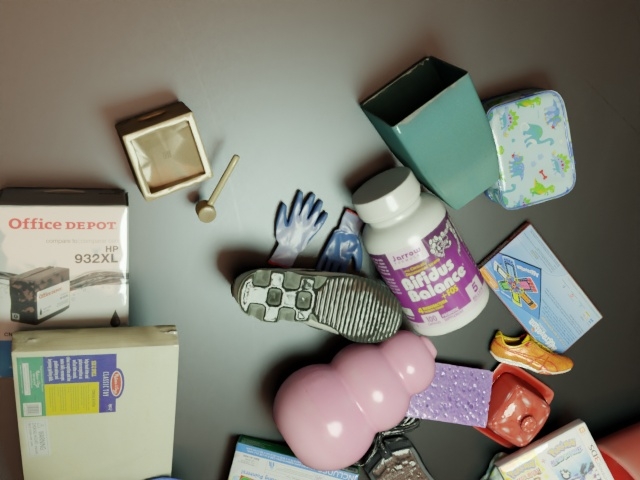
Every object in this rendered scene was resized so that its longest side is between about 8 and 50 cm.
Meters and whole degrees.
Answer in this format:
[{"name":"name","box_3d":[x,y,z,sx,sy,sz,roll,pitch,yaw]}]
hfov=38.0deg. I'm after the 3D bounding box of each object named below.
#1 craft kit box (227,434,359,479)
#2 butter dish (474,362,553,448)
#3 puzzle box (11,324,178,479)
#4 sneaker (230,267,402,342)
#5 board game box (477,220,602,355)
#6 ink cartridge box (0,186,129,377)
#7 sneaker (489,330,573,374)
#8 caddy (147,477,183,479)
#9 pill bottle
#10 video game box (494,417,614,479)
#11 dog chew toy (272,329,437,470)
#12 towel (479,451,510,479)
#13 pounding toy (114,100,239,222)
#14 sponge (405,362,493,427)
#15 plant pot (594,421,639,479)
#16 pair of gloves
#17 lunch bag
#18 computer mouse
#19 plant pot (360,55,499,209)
[{"name":"craft kit box","box_3d":[-0.072,0.536,1.846,0.250,0.061,0.246,16,97,1]},{"name":"butter dish","box_3d":[0.409,0.360,1.928,0.160,0.118,0.160,34,95,-20]},{"name":"puzzle box","box_3d":[-0.395,0.311,1.654,0.272,0.052,0.408,0,131,-14]},{"name":"sneaker","box_3d":[-0.009,0.106,1.742,0.331,0.146,0.122,15,92,-19]},{"name":"board game box","box_3d":[0.453,0.109,1.921,0.145,0.027,0.281,-42,111,-2]},{"name":"ink cartridge box","box_3d":[-0.449,0.071,1.625,0.223,0.129,0.307,0,105,-14]},{"name":"sneaker","box_3d":[0.439,0.231,1.915,0.175,0.064,0.067,14,108,-4]},{"name":"caddy","box_3d":[-0.334,0.594,1.714,0.341,0.241,0.179,-32,144,-5]},{"name":"pill bottle","box_3d":[0.183,0.018,1.751,0.169,0.169,0.301,-34,111,-4]},{"name":"video game box","box_3d":[0.495,0.498,1.925,0.205,0.048,0.187,-28,90,-1]},{"name":"dog chew toy","box_3d":[0.076,0.290,1.777,0.332,0.206,0.206,-34,110,-4]},{"name":"towel","box_3d":[0.428,0.686,2.000,0.321,0.090,0.374,30,96,-6]},{"name":"pounding toy","box_3d":[-0.240,-0.134,1.651,0.181,0.094,0.206,-22,118,-13]},{"name":"sponge","box_3d":[0.242,0.308,1.887,0.210,0.031,0.117,10,80,-11]},{"name":"plant pot","box_3d":[0.738,0.495,1.986,0.243,0.275,0.275,-29,110,-14]},{"name":"pair of gloves","box_3d":[0.000,0.000,1.780,0.198,0.023,0.159,20,100,-19]},{"name":"lunch bag","box_3d":[0.397,-0.178,1.797,0.176,0.090,0.219,-18,108,-8]},{"name":"computer mouse","box_3d":[0.171,0.481,1.931,0.189,0.072,0.272,-26,97,-4]},{"name":"plant pot","box_3d":[0.222,-0.186,1.716,0.165,0.166,0.234,-36,118,-3]}]
